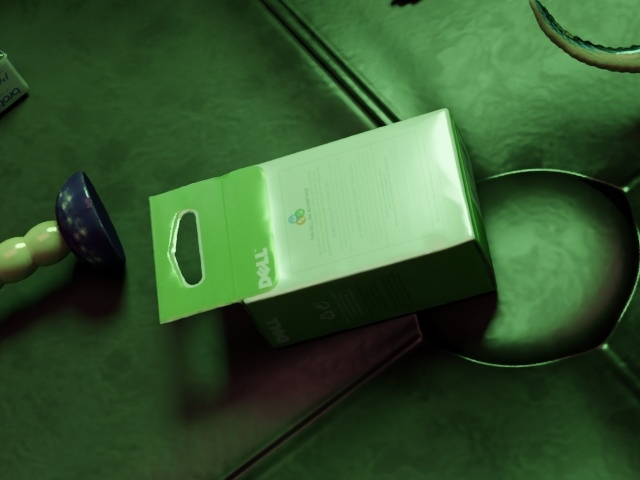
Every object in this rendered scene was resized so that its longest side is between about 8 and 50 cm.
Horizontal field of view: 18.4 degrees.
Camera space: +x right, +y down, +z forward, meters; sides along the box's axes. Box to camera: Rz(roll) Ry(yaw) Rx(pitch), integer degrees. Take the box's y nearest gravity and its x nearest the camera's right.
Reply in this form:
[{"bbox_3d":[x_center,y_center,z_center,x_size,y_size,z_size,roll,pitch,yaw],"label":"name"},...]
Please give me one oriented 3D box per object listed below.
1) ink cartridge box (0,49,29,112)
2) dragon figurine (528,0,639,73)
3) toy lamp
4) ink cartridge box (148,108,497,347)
[{"bbox_3d":[-0.326,-0.084,1.461,0.207,0.046,0.097,-40,52,-8],"label":"ink cartridge box"},{"bbox_3d":[0.288,-0.134,1.247,0.289,0.085,0.144,17,65,28],"label":"dragon figurine"},{"bbox_3d":[-0.268,0.046,1.336,0.274,0.080,0.080,-24,52,1],"label":"toy lamp"},{"bbox_3d":[0.000,0.000,1.275,0.209,0.062,0.109,-16,53,10],"label":"ink cartridge box"}]
